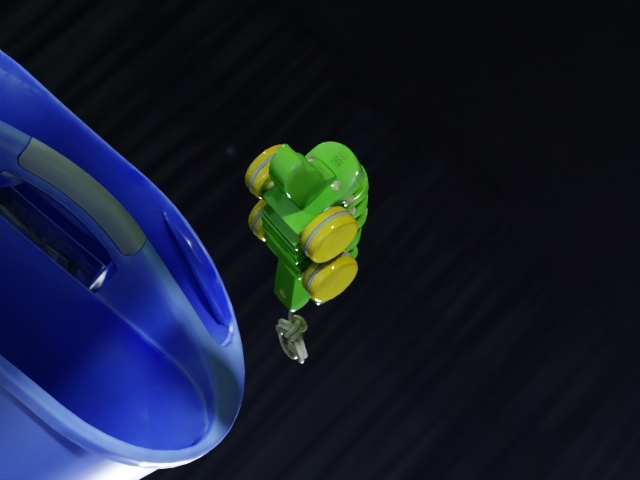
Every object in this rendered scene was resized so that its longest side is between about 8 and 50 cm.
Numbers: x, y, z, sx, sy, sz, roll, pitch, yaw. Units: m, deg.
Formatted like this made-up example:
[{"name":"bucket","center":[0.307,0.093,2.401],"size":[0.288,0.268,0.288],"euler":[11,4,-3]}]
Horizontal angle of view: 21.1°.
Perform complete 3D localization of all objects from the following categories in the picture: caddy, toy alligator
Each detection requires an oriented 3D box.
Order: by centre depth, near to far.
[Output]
[{"name":"toy alligator","center":[0.000,0.000,0.864],"size":[0.056,0.051,0.190],"euler":[48,-20,25]},{"name":"caddy","center":[-0.193,0.013,1.036],"size":[0.179,0.241,0.341],"euler":[-35,-65,29]}]
